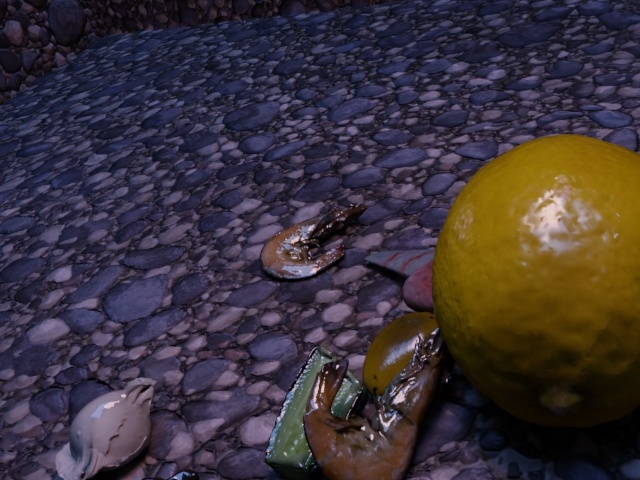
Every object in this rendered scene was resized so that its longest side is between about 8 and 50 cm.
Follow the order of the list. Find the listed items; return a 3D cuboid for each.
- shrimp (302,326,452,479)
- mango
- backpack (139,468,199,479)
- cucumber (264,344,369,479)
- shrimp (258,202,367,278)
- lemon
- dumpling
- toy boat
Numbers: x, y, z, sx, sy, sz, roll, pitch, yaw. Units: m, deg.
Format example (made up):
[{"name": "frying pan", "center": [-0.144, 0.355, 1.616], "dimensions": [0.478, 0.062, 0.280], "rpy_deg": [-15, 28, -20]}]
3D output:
[{"name": "shrimp", "center": [0.081, 0.191, 1.023], "dimensions": [0.058, 0.169, 0.296], "rpy_deg": [-31, 22, 55]}, {"name": "mango", "center": [0.125, 0.168, 1.144], "dimensions": [0.161, 0.076, 0.103], "rpy_deg": [-40, 46, -22]}, {"name": "backpack", "center": [-0.154, 0.413, 0.746], "dimensions": [0.353, 0.201, 0.378], "rpy_deg": [-11, 34, -2]}, {"name": "cucumber", "center": [0.005, 0.244, 1.066], "dimensions": [0.115, 0.086, 0.193], "rpy_deg": [6, 43, 32]}, {"name": "shrimp", "center": [0.000, 0.002, 1.492], "dimensions": [0.251, 0.052, 0.143], "rpy_deg": [-34, 46, -16]}, {"name": "lemon", "center": [0.302, 0.068, 0.971], "dimensions": [0.364, 0.364, 0.364], "rpy_deg": [-11, 31, 7]}, {"name": "dumpling", "center": [-0.312, 0.277, 1.132], "dimensions": [0.127, 0.108, 0.188], "rpy_deg": [-14, 34, 56]}, {"name": "toy boat", "center": [0.188, 0.050, 1.319], "dimensions": [0.206, 0.096, 0.282], "rpy_deg": [-22, 19, -24]}]
